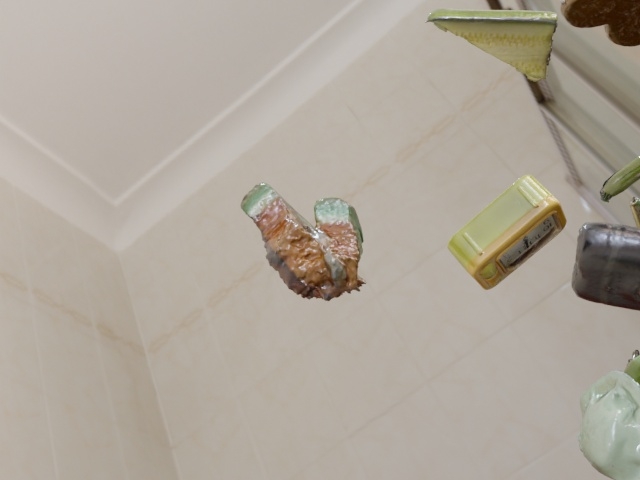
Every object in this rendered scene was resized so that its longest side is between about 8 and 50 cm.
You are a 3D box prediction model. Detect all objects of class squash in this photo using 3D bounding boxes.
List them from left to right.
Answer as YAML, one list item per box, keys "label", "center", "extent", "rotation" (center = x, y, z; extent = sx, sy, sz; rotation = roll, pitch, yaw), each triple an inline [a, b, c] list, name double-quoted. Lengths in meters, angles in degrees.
- label: "squash"
  center: [0.344, -0.415, 1.575]
  extent: [0.251, 0.093, 0.169]
  rotation: [5, -31, 11]
- label: "squash"
  center: [0.735, -0.156, 1.831]
  extent: [0.052, 0.052, 0.183]
  rotation: [12, -38, -36]

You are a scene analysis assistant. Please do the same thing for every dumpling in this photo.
- label: "dumpling"
  center: [0.464, 0.304, 1.220]
  extent: [0.107, 0.219, 0.153]
  rotation: [-20, -63, -10]

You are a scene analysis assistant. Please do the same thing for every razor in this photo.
- label: "razor"
  center: [0.677, 0.077, 1.540]
  extent: [0.113, 0.348, 0.205]
  rotation: [-56, -28, -35]

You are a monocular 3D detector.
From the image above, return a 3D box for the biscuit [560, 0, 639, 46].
- label: "biscuit"
  center: [0.736, -0.607, 1.642]
  extent: [0.282, 0.064, 0.432]
  rotation: [15, -44, -25]

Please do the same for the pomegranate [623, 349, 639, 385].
- label: "pomegranate"
  center: [0.612, 0.282, 1.321]
  extent: [0.156, 0.220, 0.156]
  rotation: [-39, -23, -19]

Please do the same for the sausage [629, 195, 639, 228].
- label: "sausage"
  center: [0.844, -0.013, 1.994]
  extent: [0.032, 0.033, 0.269]
  rotation: [-32, -59, 3]

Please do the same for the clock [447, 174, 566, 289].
- label: "clock"
  center: [0.345, -0.011, 1.417]
  extent: [0.202, 0.096, 0.143]
  rotation: [-42, -33, 7]

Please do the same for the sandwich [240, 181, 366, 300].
- label: "sandwich"
  center: [0.000, 0.000, 1.337]
  extent: [0.250, 0.301, 0.162]
  rotation: [41, -83, -24]
